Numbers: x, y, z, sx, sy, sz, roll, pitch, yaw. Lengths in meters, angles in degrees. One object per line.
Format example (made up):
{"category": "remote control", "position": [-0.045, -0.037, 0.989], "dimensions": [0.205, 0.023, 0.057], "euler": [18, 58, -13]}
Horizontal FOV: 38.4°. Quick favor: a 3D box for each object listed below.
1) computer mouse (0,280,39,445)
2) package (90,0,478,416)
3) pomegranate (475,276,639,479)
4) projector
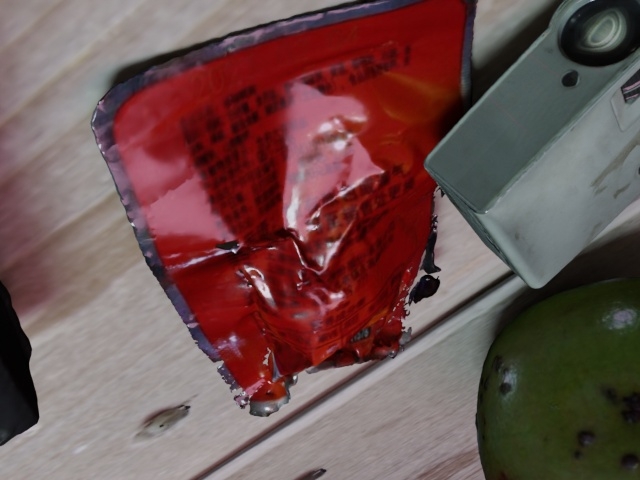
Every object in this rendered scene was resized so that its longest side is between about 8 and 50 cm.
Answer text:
{"category": "computer mouse", "position": [-0.216, 0.026, 0.348], "dimensions": [0.170, 0.100, 0.269], "euler": [-18, 154, -14]}
{"category": "package", "position": [0.000, 0.000, 0.496], "dimensions": [0.194, 0.071, 0.269], "euler": [-30, 147, -22]}
{"category": "pomegranate", "position": [0.269, 0.132, 0.697], "dimensions": [0.291, 0.290, 0.323], "euler": [16, 124, -46]}
{"category": "projector", "position": [0.133, -0.059, 0.481], "dimensions": [0.147, 0.061, 0.115], "euler": [-46, 147, 3]}
